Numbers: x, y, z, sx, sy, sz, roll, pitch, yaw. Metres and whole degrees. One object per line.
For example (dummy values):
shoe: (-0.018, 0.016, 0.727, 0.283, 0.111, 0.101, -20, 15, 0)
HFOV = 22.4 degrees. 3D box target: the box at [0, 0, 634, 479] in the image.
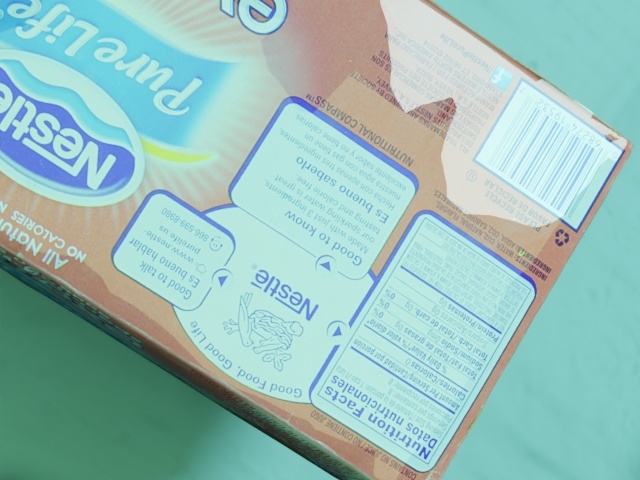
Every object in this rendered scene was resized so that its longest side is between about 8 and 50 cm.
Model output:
box: (-0.066, -0.047, 0.580, 0.300, 0.142, 0.154, 32, 81, -11)
